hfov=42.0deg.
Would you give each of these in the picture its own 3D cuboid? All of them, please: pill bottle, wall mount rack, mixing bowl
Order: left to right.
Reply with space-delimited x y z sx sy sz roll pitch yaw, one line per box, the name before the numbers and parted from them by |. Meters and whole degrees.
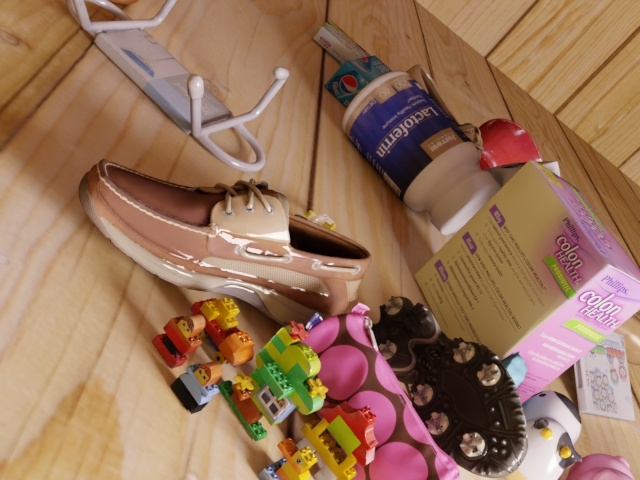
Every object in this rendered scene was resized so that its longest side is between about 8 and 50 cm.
wall mount rack | -0.190 -0.237 1.043 0.350 0.130 0.304 43 24 4
pill bottle | 0.169 -0.146 1.402 0.265 0.153 0.153 51 26 19
mixing bowl | 0.341 -0.146 1.675 0.098 0.181 0.181 -23 66 -36

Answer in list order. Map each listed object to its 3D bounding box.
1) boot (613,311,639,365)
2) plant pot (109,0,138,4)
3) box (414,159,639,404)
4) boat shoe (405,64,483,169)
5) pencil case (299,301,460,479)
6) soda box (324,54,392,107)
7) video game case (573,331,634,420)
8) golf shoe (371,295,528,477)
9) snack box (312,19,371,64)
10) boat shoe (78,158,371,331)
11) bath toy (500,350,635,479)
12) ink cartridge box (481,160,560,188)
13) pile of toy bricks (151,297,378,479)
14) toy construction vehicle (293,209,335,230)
boot | 0.476 0.160 1.457 0.236 0.089 0.269 45 27 13
plant pot | -0.294 -0.483 1.201 0.291 0.203 0.291 33 27 -19
box | 0.277 0.058 1.123 0.117 0.243 0.213 23 30 -35
boat shoe | 0.250 -0.176 1.586 0.341 0.110 0.121 52 29 0
pencil case | 0.052 0.165 0.784 0.209 0.098 0.095 58 11 26
soda box | 0.085 -0.317 1.658 0.071 0.067 0.210 44 24 4
video game case | 0.448 0.208 1.323 0.157 0.019 0.143 18 63 -42
golf shoe | 0.143 0.158 0.876 0.120 0.105 0.273 48 1 -33
snack box | 0.055 -0.412 1.804 0.141 0.037 0.100 40 26 -6
boat shoe | -0.083 -0.011 0.837 0.324 0.116 0.123 25 21 -36
bath toy | 0.315 0.278 0.957 0.348 0.129 0.151 44 48 4
ink cartridge box | 0.337 -0.046 1.379 0.333 0.065 0.165 -97 173 -84
pile of toy bricks | -0.040 0.116 0.720 0.212 0.105 0.118 50 25 17
toy construction vehicle | 0.000 0.000 1.054 0.098 0.035 0.086 9 41 -51
